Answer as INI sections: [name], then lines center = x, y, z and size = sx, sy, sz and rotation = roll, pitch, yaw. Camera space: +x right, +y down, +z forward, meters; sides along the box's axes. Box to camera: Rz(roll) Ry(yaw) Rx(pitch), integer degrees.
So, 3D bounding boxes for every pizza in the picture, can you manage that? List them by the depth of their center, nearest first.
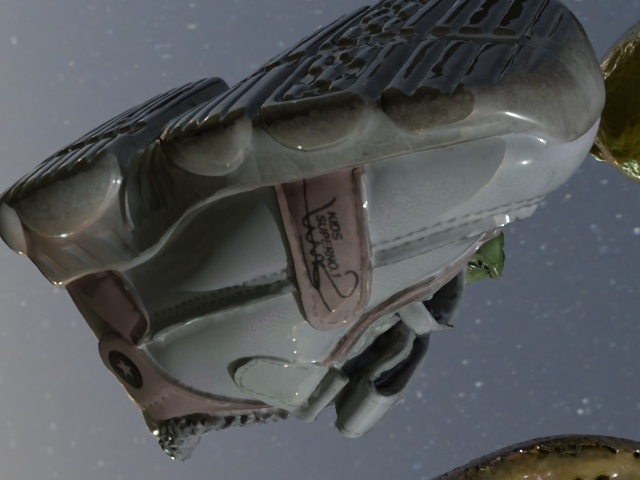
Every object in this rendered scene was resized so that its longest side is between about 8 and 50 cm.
[pizza]
center = 0.256, 0.450, 1.439
size = 0.130, 0.440, 0.406
rotation = -3, -79, 67

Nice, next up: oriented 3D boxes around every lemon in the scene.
[lemon]
center = 0.491, -0.193, 1.591
size = 0.260, 0.284, 0.260
rotation = 49, 0, 0

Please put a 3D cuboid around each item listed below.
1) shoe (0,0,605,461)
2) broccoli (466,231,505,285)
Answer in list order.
[shoe]
center = 0.002, -0.002, 0.623
size = 0.351, 0.172, 0.198
rotation = -12, -68, 42
[broccoli]
center = 0.132, -0.095, 1.121
size = 0.165, 0.145, 0.304
rotation = 75, 11, -60
